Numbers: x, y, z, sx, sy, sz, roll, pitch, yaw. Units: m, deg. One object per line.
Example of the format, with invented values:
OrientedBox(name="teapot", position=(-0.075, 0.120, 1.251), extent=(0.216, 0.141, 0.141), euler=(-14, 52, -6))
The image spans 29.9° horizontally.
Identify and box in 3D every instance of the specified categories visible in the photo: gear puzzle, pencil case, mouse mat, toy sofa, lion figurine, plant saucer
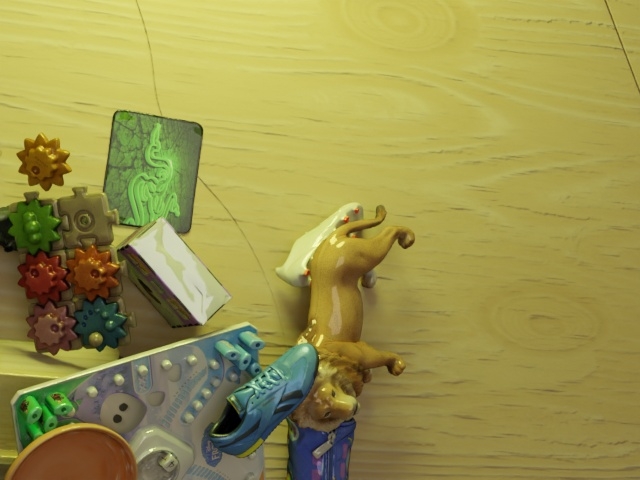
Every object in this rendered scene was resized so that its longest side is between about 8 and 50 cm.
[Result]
OrientedBox(name="gear puzzle", position=(-0.382, 0.007, 1.784), extent=(0.175, 0.044, 0.339), euler=(-5, 101, 14))
OrientedBox(name="pencil case", position=(-0.007, 0.424, 1.963), extent=(0.119, 0.133, 0.306), euler=(5, 86, -13))
OrientedBox(name="mouse mat", position=(-0.276, -0.113, 1.971), extent=(0.153, 0.007, 0.189), euler=(8, 86, -18))
OrientedBox(name="toy sofa", position=(-0.468, 0.251, 1.832), extent=(0.363, 0.177, 0.150), euler=(7, 108, -18))
OrientedBox(name="lion figurine", position=(0.032, 0.114, 1.945), extent=(0.240, 0.142, 0.392), euler=(13, 71, -46))
OrientedBox(name="plant saucer", position=(-0.355, 0.343, 1.686), extent=(0.200, 0.037, 0.200), euler=(-13, 117, -28))

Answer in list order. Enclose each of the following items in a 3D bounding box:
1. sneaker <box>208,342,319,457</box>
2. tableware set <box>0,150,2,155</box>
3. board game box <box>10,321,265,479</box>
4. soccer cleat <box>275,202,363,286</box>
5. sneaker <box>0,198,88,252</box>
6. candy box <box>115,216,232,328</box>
OrientedBox(name="sneaker", position=(-0.084, 0.232, 1.793), extent=(0.209, 0.069, 0.082), euler=(-49, 139, -4))
OrientedBox(name="tableware set", position=(-0.601, -0.118, 1.849), extent=(0.194, 0.039, 0.128), euler=(26, 68, -21))
OrientedBox(name="board game box", position=(-0.250, 0.352, 1.816), extent=(0.390, 0.050, 0.390), euler=(-15, 118, -28))
OrientedBox(name="soccer cleat", position=(0.000, 0.000, 2.027), extent=(0.196, 0.076, 0.068), euler=(-49, 136, -28))
OrientedBox(name="sneaker", position=(-0.446, 0.007, 1.866), extent=(0.228, 0.087, 0.130), euler=(-8, 83, -24))
OrientedBox(name="candy box", position=(-0.238, 0.054, 1.873), extent=(0.070, 0.196, 0.165), euler=(-43, 100, -18))
